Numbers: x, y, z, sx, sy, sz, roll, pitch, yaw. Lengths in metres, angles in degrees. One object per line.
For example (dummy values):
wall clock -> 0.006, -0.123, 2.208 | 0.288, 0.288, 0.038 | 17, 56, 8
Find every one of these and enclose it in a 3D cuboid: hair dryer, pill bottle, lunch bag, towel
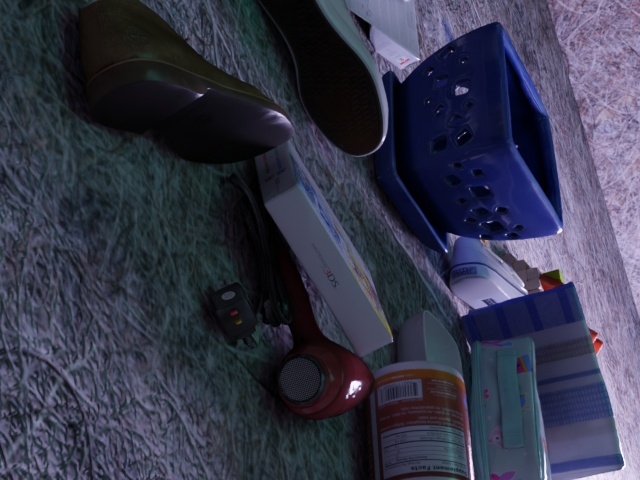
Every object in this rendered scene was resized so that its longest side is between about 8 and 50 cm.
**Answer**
hair dryer -> -0.011, 0.081, 1.415 | 0.223, 0.080, 0.293 | -83, 150, -48
pill bottle -> 0.114, 0.256, 1.545 | 0.121, 0.121, 0.216 | 46, 35, -51
lunch bag -> 0.255, 0.276, 1.853 | 0.279, 0.108, 0.224 | -88, 167, -44
towel -> 0.324, 0.220, 2.005 | 0.034, 0.209, 0.285 | -7, 81, -50

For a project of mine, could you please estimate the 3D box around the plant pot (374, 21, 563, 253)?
plant pot -> 0.203, -0.131, 1.931 | 0.236, 0.212, 0.236 | 51, 30, -46

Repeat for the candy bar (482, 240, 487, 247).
candy bar -> 0.250, -0.056, 2.269 | 0.040, 0.018, 0.161 | -85, 151, -51

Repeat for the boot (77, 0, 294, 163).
boot -> -0.121, -0.150, 1.284 | 0.305, 0.112, 0.115 | 22, 44, -62

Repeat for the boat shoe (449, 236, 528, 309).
boat shoe -> 0.276, 0.075, 2.145 | 0.267, 0.096, 0.088 | 35, 47, -47

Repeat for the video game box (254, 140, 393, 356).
video game box -> 0.000, 0.000, 1.449 | 0.205, 0.048, 0.187 | 58, 4, -22

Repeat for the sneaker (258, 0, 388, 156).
sneaker -> 0.015, -0.249, 1.685 | 0.290, 0.106, 0.123 | 65, 25, -19

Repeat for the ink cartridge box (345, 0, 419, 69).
ink cartridge box -> 0.076, -0.357, 2.046 | 0.179, 0.045, 0.145 | 26, 50, -40

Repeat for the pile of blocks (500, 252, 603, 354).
pile of blocks -> 0.444, 0.152, 2.481 | 0.149, 0.113, 0.362 | -83, 150, -46

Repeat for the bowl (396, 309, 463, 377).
bowl -> 0.142, 0.175, 1.775 | 0.142, 0.053, 0.142 | 45, 35, -51
